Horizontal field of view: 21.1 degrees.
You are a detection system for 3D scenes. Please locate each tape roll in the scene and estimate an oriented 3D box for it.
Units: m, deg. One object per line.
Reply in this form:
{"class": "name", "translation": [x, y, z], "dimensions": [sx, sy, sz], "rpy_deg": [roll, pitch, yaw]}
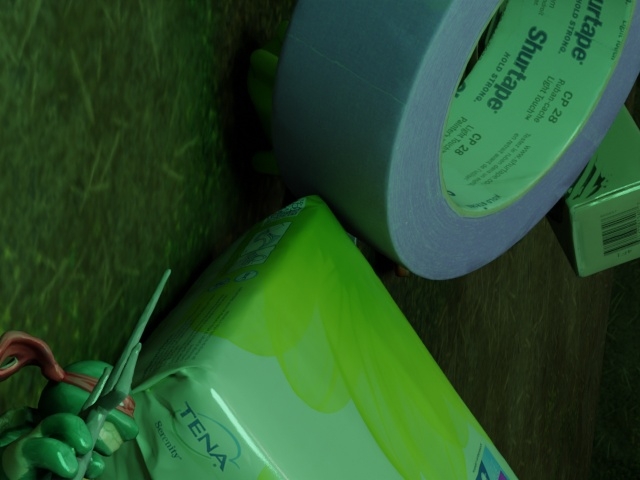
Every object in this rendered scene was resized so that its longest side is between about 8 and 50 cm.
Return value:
{"class": "tape roll", "translation": [0.095, -0.116, 1.001], "dimensions": [0.275, 0.090, 0.275], "rpy_deg": [-39, 148, -30]}

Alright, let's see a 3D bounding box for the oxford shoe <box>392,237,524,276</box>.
{"class": "oxford shoe", "translation": [0.122, -0.028, 1.454], "dimensions": [0.271, 0.098, 0.097], "rpy_deg": [-42, 134, -68]}

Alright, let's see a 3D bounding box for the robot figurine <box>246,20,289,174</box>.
{"class": "robot figurine", "translation": [-0.005, -0.083, 1.044], "dimensions": [0.101, 0.067, 0.115], "rpy_deg": [-50, 151, -16]}

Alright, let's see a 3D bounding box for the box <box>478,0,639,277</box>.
{"class": "box", "translation": [0.224, -0.108, 1.582], "dimensions": [0.113, 0.094, 0.275], "rpy_deg": [73, -4, -50]}

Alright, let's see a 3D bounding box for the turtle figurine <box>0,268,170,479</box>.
{"class": "turtle figurine", "translation": [-0.105, 0.130, 0.661], "dimensions": [0.175, 0.118, 0.234], "rpy_deg": [46, 64, -51]}

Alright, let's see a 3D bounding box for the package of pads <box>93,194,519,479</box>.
{"class": "package of pads", "translation": [0.016, 0.150, 0.904], "dimensions": [0.296, 0.101, 0.229], "rpy_deg": [54, 26, -10]}

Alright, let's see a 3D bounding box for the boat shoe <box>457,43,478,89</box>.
{"class": "boat shoe", "translation": [0.066, -0.194, 1.230], "dimensions": [0.103, 0.113, 0.302], "rpy_deg": [111, -11, -68]}

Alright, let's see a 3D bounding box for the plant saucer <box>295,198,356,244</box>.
{"class": "plant saucer", "translation": [0.000, 0.000, 1.171], "dimensions": [0.119, 0.021, 0.119], "rpy_deg": [5, 90, -75]}
